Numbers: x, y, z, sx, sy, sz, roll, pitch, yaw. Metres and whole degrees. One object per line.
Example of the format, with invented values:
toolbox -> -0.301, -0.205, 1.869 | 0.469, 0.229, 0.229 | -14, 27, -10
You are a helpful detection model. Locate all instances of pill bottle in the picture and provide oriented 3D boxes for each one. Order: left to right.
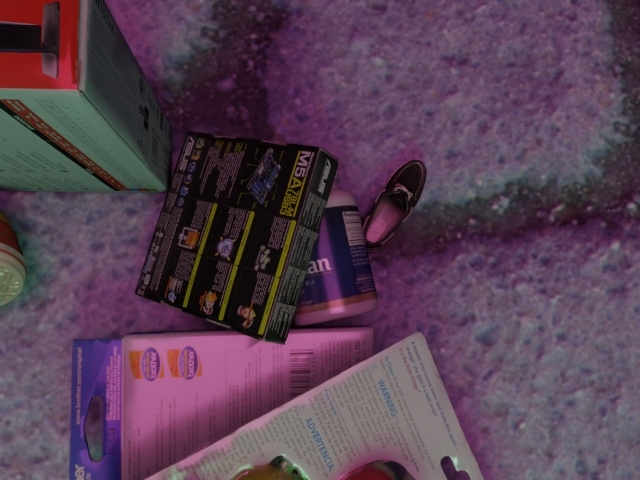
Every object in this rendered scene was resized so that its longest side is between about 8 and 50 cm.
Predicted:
pill bottle -> 0.000, 0.000, 0.644 | 0.094, 0.094, 0.169 | -11, 84, -7

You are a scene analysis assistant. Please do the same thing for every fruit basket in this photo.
fruit basket -> -0.002, 0.300, 0.554 | 0.353, 0.165, 0.327 | -28, 100, -18

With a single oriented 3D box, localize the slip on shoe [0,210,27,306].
slip on shoe -> -0.459, 0.050, 0.598 | 0.331, 0.123, 0.101 | -20, 53, -2

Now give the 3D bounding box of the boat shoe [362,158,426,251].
boat shoe -> 0.084, -0.042, 0.685 | 0.046, 0.038, 0.125 | 39, 82, 0

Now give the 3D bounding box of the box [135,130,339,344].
box -> -0.089, -0.011, 0.611 | 0.184, 0.045, 0.191 | 12, 83, 31

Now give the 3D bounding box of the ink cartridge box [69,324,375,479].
ink cartridge box -> -0.096, 0.186, 0.629 | 0.311, 0.065, 0.186 | -1, 86, -8

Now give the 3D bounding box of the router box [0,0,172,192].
router box -> -0.303, -0.109, 0.506 | 0.301, 0.335, 0.082 | 0, 84, -6
